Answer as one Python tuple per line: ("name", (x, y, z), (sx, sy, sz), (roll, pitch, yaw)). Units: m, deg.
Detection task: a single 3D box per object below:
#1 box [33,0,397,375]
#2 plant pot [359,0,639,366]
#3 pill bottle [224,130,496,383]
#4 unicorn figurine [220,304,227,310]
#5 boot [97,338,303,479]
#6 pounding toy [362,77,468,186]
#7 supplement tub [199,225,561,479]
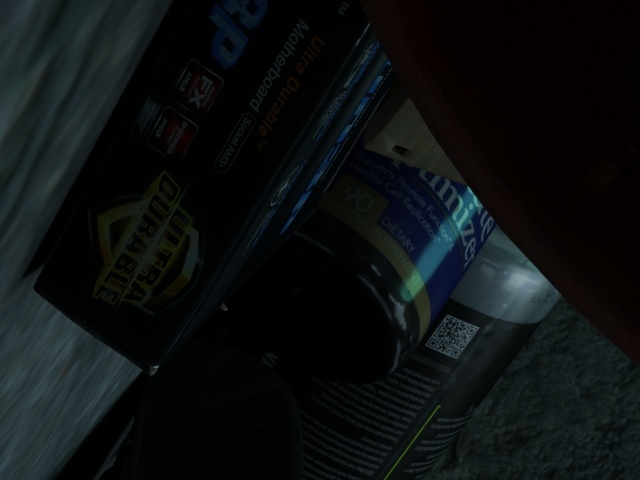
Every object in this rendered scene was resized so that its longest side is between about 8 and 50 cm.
("box", (0.006, -0.080, 0.475), (0.220, 0.051, 0.175), (-57, 176, 24))
("plant pot", (0.182, -0.113, 0.292), (0.265, 0.272, 0.272), (-40, 170, -24))
("pill bottle", (0.042, -0.040, 0.774), (0.219, 0.123, 0.123), (-54, 176, -33))
("unicorn figurine", (0.000, 0.000, 0.885), (0.060, 0.111, 0.162), (69, 40, -74))
("boot", (-0.127, 0.275, 0.867), (0.284, 0.138, 0.377), (-54, -158, 40))
("pounding toy", (0.094, -0.104, 0.569), (0.206, 0.094, 0.181), (131, -26, -54))
("supplement tub", (0.021, 0.081, 1.032), (0.316, 0.193, 0.193), (-57, 176, 19))
